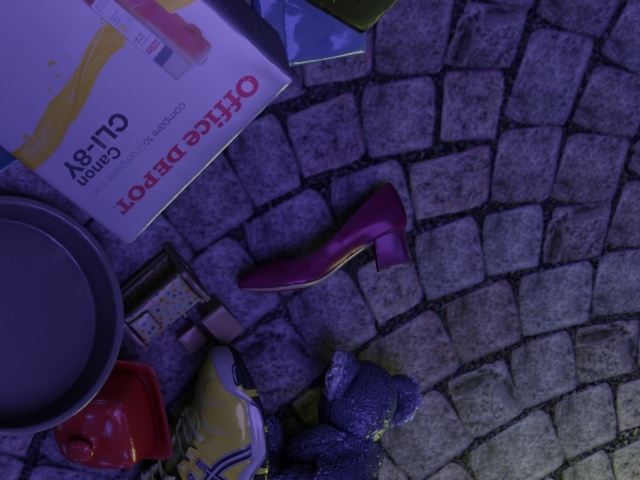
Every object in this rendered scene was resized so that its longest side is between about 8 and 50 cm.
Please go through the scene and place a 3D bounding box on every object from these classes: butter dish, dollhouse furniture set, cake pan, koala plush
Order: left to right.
[{"bbox_3d":[-0.387,0.093,1.790,0.293,0.054,0.293,4,81,-29],"label":"cake pan"},{"bbox_3d":[-0.291,0.243,1.910,0.160,0.118,0.160,4,121,20],"label":"butter dish"},{"bbox_3d":[-0.212,0.130,1.925,0.182,0.101,0.161,-40,123,0],"label":"dollhouse furniture set"},{"bbox_3d":[0.029,-0.305,1.754,0.286,0.198,0.303,-10,118,-18],"label":"dollhouse furniture set"},{"bbox_3d":[0.039,0.268,2.060,0.196,0.203,0.221,29,89,-32],"label":"koala plush"}]

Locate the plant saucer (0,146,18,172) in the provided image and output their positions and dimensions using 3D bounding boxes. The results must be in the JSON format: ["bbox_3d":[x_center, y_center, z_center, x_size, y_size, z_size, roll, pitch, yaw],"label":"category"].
[{"bbox_3d":[-0.451,-0.210,1.694,0.318,0.043,0.317,-9,117,-18],"label":"plant saucer"}]

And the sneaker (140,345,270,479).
[{"bbox_3d":[-0.164,0.318,2.002,0.147,0.145,0.384,-3,120,-20],"label":"sneaker"}]

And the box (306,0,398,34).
[{"bbox_3d":[0.047,-0.332,1.600,0.191,0.045,0.184,-40,137,25],"label":"box"}]

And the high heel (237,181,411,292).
[{"bbox_3d":[0.000,0.000,1.982,0.244,0.082,0.117,-12,87,-1],"label":"high heel"}]

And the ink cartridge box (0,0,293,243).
[{"bbox_3d":[-0.259,-0.226,1.588,0.279,0.160,0.385,-43,115,14],"label":"ink cartridge box"}]

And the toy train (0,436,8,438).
[{"bbox_3d":[-0.393,0.248,1.955,0.083,0.023,0.017,-17,120,-15],"label":"toy train"}]
